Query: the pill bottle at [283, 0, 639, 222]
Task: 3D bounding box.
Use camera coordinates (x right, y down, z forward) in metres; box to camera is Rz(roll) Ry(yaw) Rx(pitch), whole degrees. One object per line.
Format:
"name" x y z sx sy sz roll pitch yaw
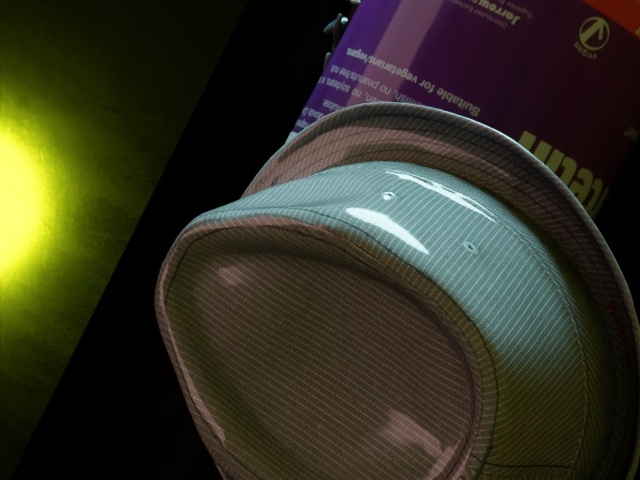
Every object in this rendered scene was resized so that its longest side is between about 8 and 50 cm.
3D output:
"pill bottle" 0.071 -0.037 0.941 0.323 0.182 0.181 -62 12 1

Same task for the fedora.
"fedora" 0.014 0.053 0.771 0.124 0.275 0.243 9 -63 -57

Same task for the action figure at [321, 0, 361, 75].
"action figure" 0.073 -0.173 1.185 0.164 0.141 0.275 -117 27 -61
